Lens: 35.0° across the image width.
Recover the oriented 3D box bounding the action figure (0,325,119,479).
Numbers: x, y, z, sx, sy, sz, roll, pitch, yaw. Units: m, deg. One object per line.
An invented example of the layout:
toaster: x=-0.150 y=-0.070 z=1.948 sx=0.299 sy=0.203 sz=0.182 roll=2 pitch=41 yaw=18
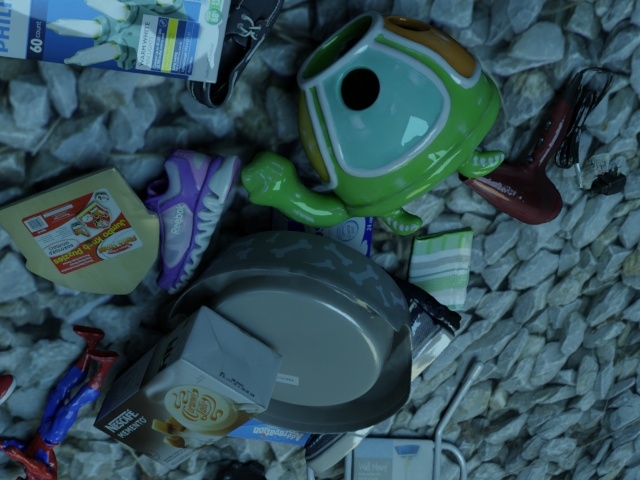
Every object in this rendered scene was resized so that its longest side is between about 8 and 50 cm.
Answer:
action figure: x=-0.403 y=0.251 z=1.414 sx=0.139 sy=0.091 sz=0.280 roll=12 pitch=112 yaw=-39

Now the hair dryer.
hair dryer: x=0.341 y=-0.135 z=1.585 sx=0.293 sy=0.080 sz=0.224 roll=-23 pitch=112 yaw=-20

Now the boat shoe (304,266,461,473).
boat shoe: x=0.053 y=0.196 z=1.592 sx=0.158 sy=0.127 sz=0.340 roll=41 pitch=97 yaw=-3

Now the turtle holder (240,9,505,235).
turtle holder: x=0.065 y=-0.158 z=1.337 sx=0.320 sy=0.243 sz=0.227 roll=-23 pitch=122 yaw=38

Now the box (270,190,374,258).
box: x=0.000 y=0.000 z=1.475 sx=0.137 sy=0.072 sz=0.126 roll=-9 pitch=122 yaw=-22

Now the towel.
towel: x=0.194 y=0.055 z=1.641 sx=0.113 sy=0.023 sz=0.152 roll=-11 pitch=123 yaw=-22

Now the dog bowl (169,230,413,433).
dog bowl: x=-0.032 y=0.128 z=1.416 sx=0.348 sy=0.102 sz=0.349 roll=10 pitch=136 yaw=9

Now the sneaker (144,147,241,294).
sneaker: x=-0.188 y=-0.032 z=1.352 sx=0.104 sy=0.095 sz=0.236 roll=21 pitch=126 yaw=-6

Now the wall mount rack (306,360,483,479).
wall mount rack: x=0.155 y=0.353 z=1.751 sx=0.350 sy=0.130 sz=0.304 roll=9 pitch=79 yaw=-32

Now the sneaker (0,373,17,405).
sneaker: x=-0.477 y=0.207 z=1.376 sx=0.118 sy=0.042 sz=0.067 roll=-32 pitch=132 yaw=-3

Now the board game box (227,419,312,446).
board game box: x=-0.109 y=0.247 z=1.602 sx=0.281 sy=0.027 sz=0.145 roll=16 pitch=109 yaw=-34

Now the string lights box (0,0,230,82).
string lights box: x=-0.240 y=-0.268 z=1.155 sx=0.259 sy=0.077 sz=0.133 roll=4 pitch=118 yaw=-18

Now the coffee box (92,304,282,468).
coffee box: x=-0.186 y=0.208 z=1.400 sx=0.141 sy=0.098 sz=0.246 roll=36 pitch=133 yaw=-19

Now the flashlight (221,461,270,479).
flashlight: x=-0.172 y=0.517 z=1.692 sx=0.103 sy=0.103 sz=0.304 roll=8 pitch=116 yaw=-28

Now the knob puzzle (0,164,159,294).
knob puzzle: x=-0.298 y=-0.003 z=1.327 sx=0.213 sy=0.030 sz=0.213 roll=-4 pitch=130 yaw=-4

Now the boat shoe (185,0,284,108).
boat shoe: x=-0.094 y=-0.255 z=1.270 sx=0.075 sy=0.065 sz=0.206 roll=24 pitch=106 yaw=-36
